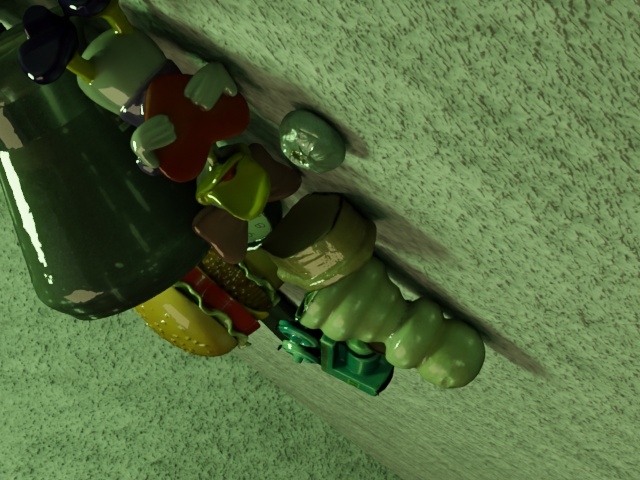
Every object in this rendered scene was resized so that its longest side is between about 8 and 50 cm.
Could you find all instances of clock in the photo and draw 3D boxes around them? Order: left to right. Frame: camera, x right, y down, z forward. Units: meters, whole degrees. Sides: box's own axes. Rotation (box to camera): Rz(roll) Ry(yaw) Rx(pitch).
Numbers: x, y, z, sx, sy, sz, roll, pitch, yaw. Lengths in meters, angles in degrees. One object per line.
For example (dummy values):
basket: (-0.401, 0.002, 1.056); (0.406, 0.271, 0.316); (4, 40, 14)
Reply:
clock: (-0.145, -0.045, 1.779); (0.185, 0.040, 0.184); (12, 149, 7)

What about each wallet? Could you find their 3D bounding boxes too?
wallet: (-0.077, 0.148, 2.502); (0.170, 0.044, 0.321); (21, 158, 48)

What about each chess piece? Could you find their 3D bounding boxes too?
chess piece: (0.105, 0.114, 1.695); (0.243, 0.133, 0.133); (31, 168, 0)

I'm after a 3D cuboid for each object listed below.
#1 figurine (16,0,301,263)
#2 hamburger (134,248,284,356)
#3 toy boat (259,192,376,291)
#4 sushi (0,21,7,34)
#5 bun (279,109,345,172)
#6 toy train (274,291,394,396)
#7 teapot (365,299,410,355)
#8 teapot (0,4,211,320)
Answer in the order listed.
figurine: (-0.171, -0.134, 1.422); (0.421, 0.154, 0.193); (44, 170, -30)
hamburger: (-0.210, 0.081, 2.194); (0.274, 0.212, 0.274); (34, 167, 9)
toy boat: (0.000, 0.000, 1.551); (0.061, 0.116, 0.188); (47, 166, -19)
sushi: (-0.560, -0.270, 1.723); (0.352, 0.178, 0.294); (48, -162, 29)
bun: (-0.011, -0.103, 1.350); (0.083, 0.045, 0.083); (30, 164, 9)
toy train: (0.036, 0.155, 2.060); (0.194, 0.120, 0.298); (26, 167, 8)
teapot: (0.106, 0.118, 1.839); (0.076, 0.068, 0.121); (14, 148, -8)
teapot: (-0.295, -0.107, 1.593); (0.300, 0.253, 0.344); (-76, -37, -63)
